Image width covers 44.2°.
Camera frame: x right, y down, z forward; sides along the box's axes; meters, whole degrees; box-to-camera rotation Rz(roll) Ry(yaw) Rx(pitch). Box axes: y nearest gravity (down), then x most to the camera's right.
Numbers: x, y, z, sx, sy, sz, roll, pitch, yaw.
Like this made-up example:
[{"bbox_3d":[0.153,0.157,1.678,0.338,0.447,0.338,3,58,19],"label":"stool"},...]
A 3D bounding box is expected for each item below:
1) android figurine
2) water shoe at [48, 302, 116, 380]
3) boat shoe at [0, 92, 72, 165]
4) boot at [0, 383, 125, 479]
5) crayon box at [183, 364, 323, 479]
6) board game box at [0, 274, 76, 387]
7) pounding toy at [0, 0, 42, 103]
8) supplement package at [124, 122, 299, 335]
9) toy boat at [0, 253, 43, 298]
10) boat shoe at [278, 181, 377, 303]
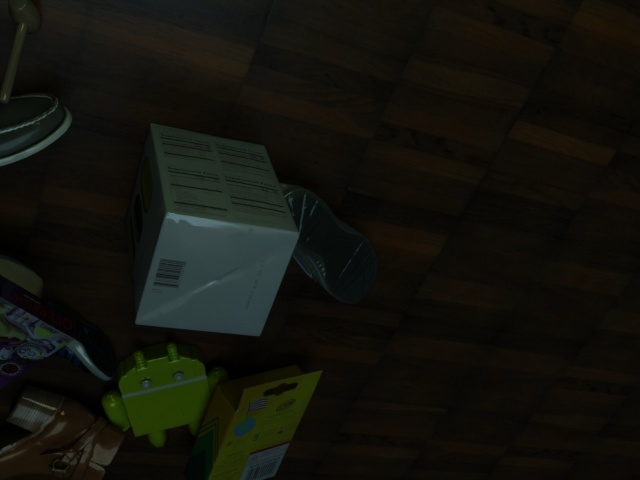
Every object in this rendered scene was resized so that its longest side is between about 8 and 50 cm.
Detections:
[{"bbox_3d":[-0.302,0.301,1.552,0.248,0.056,0.273,-11,130,-10],"label":"android figurine"},{"bbox_3d":[-0.450,0.184,1.417,0.080,0.073,0.203,-18,128,23],"label":"water shoe"},{"bbox_3d":[-0.509,-0.157,1.106,0.304,0.109,0.091,-15,134,-3],"label":"boat shoe"},{"bbox_3d":[-0.529,0.423,1.518,0.220,0.109,0.283,31,98,-19],"label":"boot"},{"bbox_3d":[-0.138,0.372,1.600,0.202,0.081,0.319,-5,130,-41],"label":"crayon box"},{"bbox_3d":[-0.561,0.103,1.154,0.208,0.056,0.347,-29,134,21],"label":"board game box"},{"bbox_3d":[-0.472,-0.251,0.980,0.269,0.155,0.154,-43,161,-21],"label":"pounding toy"},{"bbox_3d":[-0.179,-0.019,1.217,0.198,0.263,0.199,9,122,-23],"label":"supplement package"},{"bbox_3d":[-0.582,0.038,1.222,0.267,0.148,0.318,-9,135,-5],"label":"toy boat"},{"bbox_3d":[-0.002,0.001,1.410,0.118,0.103,0.320,-50,133,-4],"label":"boat shoe"}]
